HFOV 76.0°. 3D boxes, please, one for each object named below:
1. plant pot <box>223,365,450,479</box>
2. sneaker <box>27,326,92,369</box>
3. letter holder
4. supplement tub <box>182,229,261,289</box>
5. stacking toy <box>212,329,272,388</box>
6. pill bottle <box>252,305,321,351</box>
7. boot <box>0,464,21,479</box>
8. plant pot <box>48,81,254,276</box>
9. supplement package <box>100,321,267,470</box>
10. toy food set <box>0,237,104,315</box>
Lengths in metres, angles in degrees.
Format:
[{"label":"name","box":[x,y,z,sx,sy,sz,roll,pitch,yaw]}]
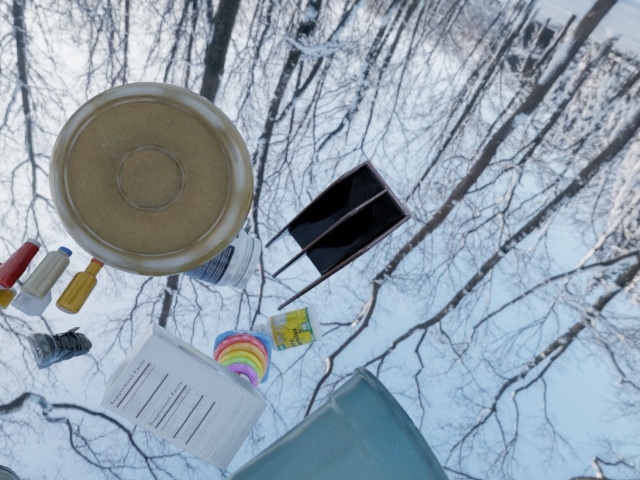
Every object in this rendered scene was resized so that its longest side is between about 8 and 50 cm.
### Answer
[{"label":"plant pot","box":[0.018,0.460,0.718,0.334,0.341,0.341,-28,-123,-15]},{"label":"sneaker","box":[-0.660,0.261,1.044,0.130,0.227,0.087,-23,-101,-36]},{"label":"letter holder","box":[0.000,0.000,0.866,0.152,0.302,0.214,53,-138,2]},{"label":"supplement tub","box":[-0.337,0.026,1.226,0.272,0.191,0.191,23,-146,-23]},{"label":"stacking toy","box":[-0.224,0.373,1.117,0.175,0.165,0.302,5,-172,-7]},{"label":"pill bottle","box":[-0.109,0.294,1.338,0.209,0.117,0.117,-15,-138,2]},{"label":"boot","box":[-0.503,0.495,0.668,0.161,0.246,0.083,12,-151,43]},{"label":"plant pot","box":[-0.198,-0.072,0.484,0.236,0.236,0.032,21,179,-10]},{"label":"supplement package","box":[-0.245,0.278,0.749,0.244,0.139,0.133,39,-105,-18]},{"label":"toy food set","box":[-0.518,0.064,0.744,0.232,0.111,0.104,-4,-131,26]}]
